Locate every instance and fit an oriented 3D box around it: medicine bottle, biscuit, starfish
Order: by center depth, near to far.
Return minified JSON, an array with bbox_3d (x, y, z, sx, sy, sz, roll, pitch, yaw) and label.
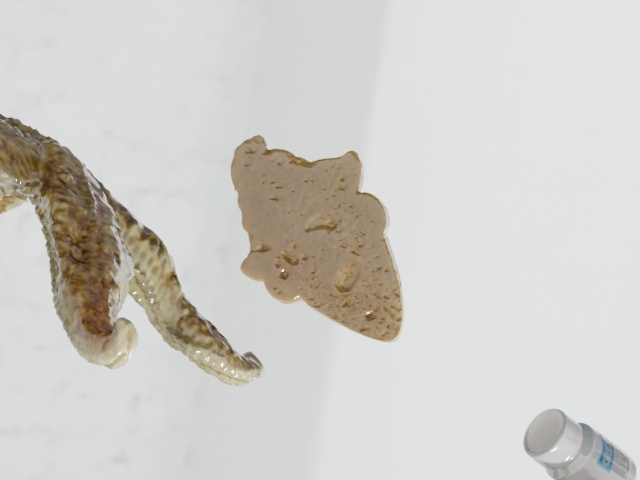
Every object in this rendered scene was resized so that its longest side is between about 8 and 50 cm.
[{"bbox_3d":[-0.183,-0.020,1.141,0.375,0.094,0.327,35,176,-10],"label":"starfish"},{"bbox_3d":[0.206,0.173,1.504,0.089,0.052,0.052,37,166,-28],"label":"medicine bottle"},{"bbox_3d":[0.000,0.000,1.864,0.250,0.162,0.035,53,-173,14],"label":"biscuit"}]
